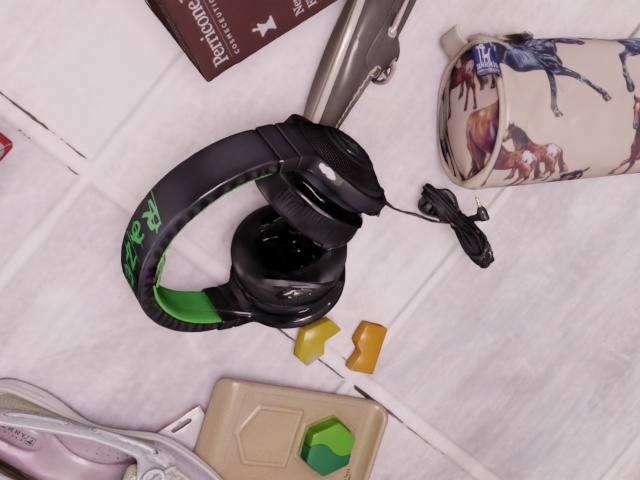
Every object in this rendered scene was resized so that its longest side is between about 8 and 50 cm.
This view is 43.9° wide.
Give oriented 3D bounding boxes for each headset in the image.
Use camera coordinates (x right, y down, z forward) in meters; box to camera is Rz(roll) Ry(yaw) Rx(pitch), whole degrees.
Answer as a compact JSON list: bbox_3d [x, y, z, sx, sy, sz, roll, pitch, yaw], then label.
[{"bbox_3d":[0.000,0.000,0.816,0.394,0.185,0.243,-14,144,-35],"label":"headset"}]

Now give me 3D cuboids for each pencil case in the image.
[{"bbox_3d":[0.341,-0.164,0.906,0.410,0.160,0.183,-6,92,-12],"label":"pencil case"}]

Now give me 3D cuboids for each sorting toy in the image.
[{"bbox_3d":[-0.028,0.236,0.945,0.229,0.041,0.307,15,95,-25],"label":"sorting toy"}]

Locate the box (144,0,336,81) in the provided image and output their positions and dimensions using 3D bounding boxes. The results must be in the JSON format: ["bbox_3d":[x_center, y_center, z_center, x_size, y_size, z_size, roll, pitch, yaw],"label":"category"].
[{"bbox_3d":[-0.084,-0.297,0.741,0.203,0.167,0.168,-34,145,-5],"label":"box"}]

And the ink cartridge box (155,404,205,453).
[{"bbox_3d":[-0.142,0.253,0.947,0.063,0.029,0.115,-32,107,-9],"label":"ink cartridge box"}]

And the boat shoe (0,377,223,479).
[{"bbox_3d":[-0.246,0.254,0.857,0.320,0.103,0.118,29,96,-5],"label":"boat shoe"}]

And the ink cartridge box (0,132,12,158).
[{"bbox_3d":[-0.396,-0.038,0.696,0.114,0.273,0.197,42,89,-18],"label":"ink cartridge box"}]

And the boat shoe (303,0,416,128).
[{"bbox_3d":[0.078,-0.254,0.851,0.095,0.112,0.335,21,93,-12],"label":"boat shoe"}]
